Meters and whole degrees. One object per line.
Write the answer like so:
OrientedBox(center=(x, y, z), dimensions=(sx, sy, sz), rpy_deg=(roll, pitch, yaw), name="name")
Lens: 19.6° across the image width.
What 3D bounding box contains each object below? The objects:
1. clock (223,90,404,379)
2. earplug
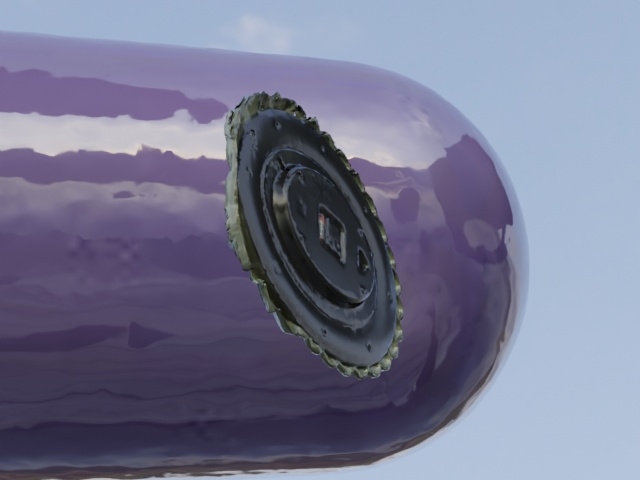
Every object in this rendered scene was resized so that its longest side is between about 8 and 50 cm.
OrientedBox(center=(0.000, 0.000, 0.483), dimensions=(0.010, 0.074, 0.083), rpy_deg=(-21, -39, 26), name="clock")
OrientedBox(center=(-0.142, 0.009, 0.754), dimensions=(0.456, 0.215, 0.215), rpy_deg=(1, -46, -5), name="earplug")
